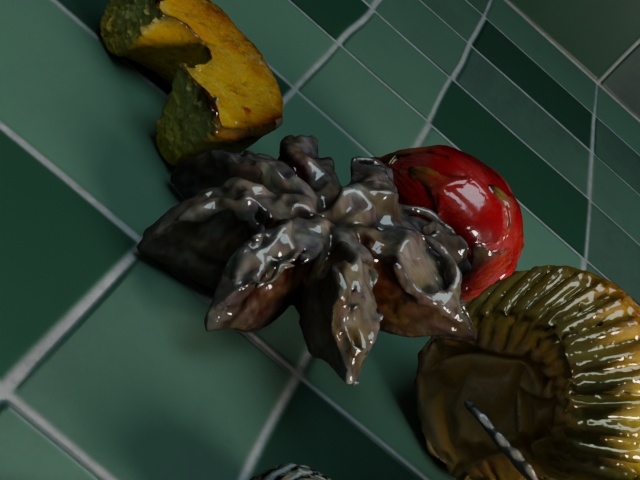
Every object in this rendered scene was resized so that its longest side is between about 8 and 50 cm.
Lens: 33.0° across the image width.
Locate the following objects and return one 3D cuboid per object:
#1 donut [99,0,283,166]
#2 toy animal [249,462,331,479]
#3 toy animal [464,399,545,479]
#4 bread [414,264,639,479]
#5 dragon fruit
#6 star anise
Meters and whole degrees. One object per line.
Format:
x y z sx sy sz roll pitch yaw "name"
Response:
-0.122 -0.172 1.138 0.152 0.101 0.259 11 40 -47 "donut"
-0.032 0.190 0.748 0.137 0.098 0.098 51 22 -27 "toy animal"
0.289 0.205 0.772 0.302 0.225 0.284 55 5 -24 "toy animal"
0.204 0.135 0.997 0.139 0.240 0.240 4 46 -42 "bread"
0.133 -0.016 1.183 0.209 0.172 0.172 47 27 -9 "dragon fruit"
-0.001 -0.001 0.982 0.332 0.117 0.331 17 30 -10 "star anise"
